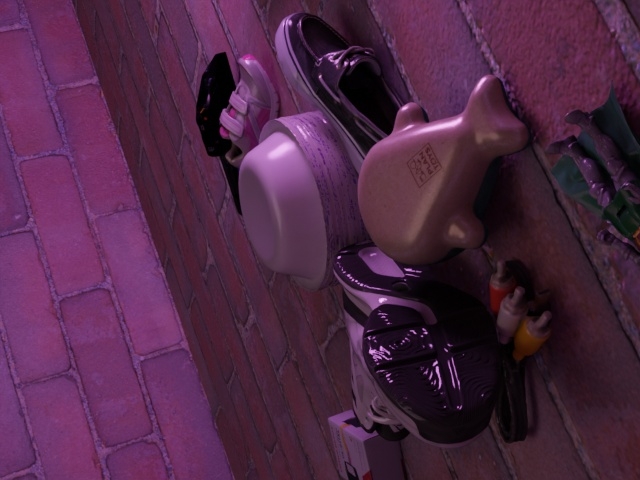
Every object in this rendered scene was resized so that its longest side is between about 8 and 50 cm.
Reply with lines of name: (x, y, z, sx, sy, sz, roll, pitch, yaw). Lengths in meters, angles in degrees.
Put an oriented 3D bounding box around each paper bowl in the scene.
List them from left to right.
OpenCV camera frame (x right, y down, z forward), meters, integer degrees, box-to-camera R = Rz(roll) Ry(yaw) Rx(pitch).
paper bowl: (-0.034, -0.058, 1.524, 0.284, 0.148, 0.284, 166, 90, -69)

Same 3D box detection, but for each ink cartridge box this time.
ink cartridge box: (0.088, 0.405, 1.802, 0.175, 0.072, 0.128, -171, 67, -68)

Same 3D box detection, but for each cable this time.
cable: (0.234, 0.141, 1.216, 0.139, 0.072, 0.287, -120, 26, -42)

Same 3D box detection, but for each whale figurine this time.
whale figurine: (0.168, -0.085, 1.197, 0.272, 0.141, 0.216, -47, 57, 39)

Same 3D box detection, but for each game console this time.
game console: (-0.197, -0.213, 2.079, 0.213, 0.043, 0.361, -83, -16, -46)

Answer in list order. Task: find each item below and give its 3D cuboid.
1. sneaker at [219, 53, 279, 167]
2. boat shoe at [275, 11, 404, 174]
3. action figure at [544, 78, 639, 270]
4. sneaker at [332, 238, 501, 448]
sneaker: (-0.148, -0.247, 1.913, 0.103, 0.111, 0.252, -135, 36, -55)
boat shoe: (0.052, -0.233, 1.412, 0.335, 0.121, 0.119, 55, 147, 19)
action figure: (0.308, -0.026, 0.923, 0.232, 0.063, 0.137, 60, 152, 28)
sneaker: (0.135, 0.192, 1.278, 0.447, 0.169, 0.258, -114, 14, -64)
